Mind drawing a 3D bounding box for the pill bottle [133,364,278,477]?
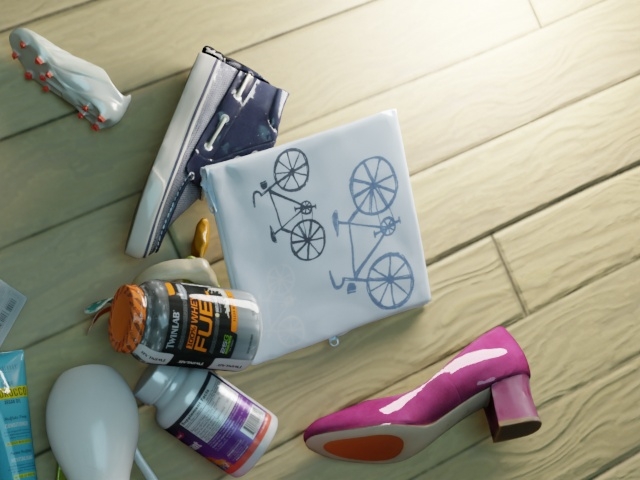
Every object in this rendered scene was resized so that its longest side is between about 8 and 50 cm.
[{"bbox_3d":[-0.166,0.242,1.816,0.193,0.108,0.108,37,71,-12],"label":"pill bottle"}]

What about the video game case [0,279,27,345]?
[{"bbox_3d":[-0.504,0.117,1.712,0.173,0.022,0.190,42,67,-41],"label":"video game case"}]

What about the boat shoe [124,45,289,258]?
[{"bbox_3d":[-0.159,-0.110,1.861,0.158,0.127,0.340,22,74,-9],"label":"boat shoe"}]

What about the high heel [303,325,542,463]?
[{"bbox_3d":[0.145,0.233,1.963,0.377,0.127,0.181,-2,54,-17],"label":"high heel"}]

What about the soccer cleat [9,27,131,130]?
[{"bbox_3d":[-0.362,-0.241,1.844,0.196,0.068,0.076,42,55,-12],"label":"soccer cleat"}]

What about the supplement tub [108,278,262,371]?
[{"bbox_3d":[-0.186,0.116,1.752,0.190,0.117,0.117,8,79,-30],"label":"supplement tub"}]

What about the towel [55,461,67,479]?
[{"bbox_3d":[-0.325,0.414,1.777,0.102,0.021,0.237,7,78,-26],"label":"towel"}]

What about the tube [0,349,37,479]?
[{"bbox_3d":[-0.426,0.255,1.747,0.080,0.052,0.207,-2,78,-52],"label":"tube"}]

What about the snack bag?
[{"bbox_3d":[0.000,0.000,1.904,0.342,0.037,0.323,-20,108,-25],"label":"snack bag"}]

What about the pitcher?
[{"bbox_3d":[-0.288,0.285,1.747,0.178,0.125,0.207,25,44,-49],"label":"pitcher"}]

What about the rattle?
[{"bbox_3d":[-0.252,0.047,1.839,0.199,0.130,0.143,-17,72,6],"label":"rattle"}]
